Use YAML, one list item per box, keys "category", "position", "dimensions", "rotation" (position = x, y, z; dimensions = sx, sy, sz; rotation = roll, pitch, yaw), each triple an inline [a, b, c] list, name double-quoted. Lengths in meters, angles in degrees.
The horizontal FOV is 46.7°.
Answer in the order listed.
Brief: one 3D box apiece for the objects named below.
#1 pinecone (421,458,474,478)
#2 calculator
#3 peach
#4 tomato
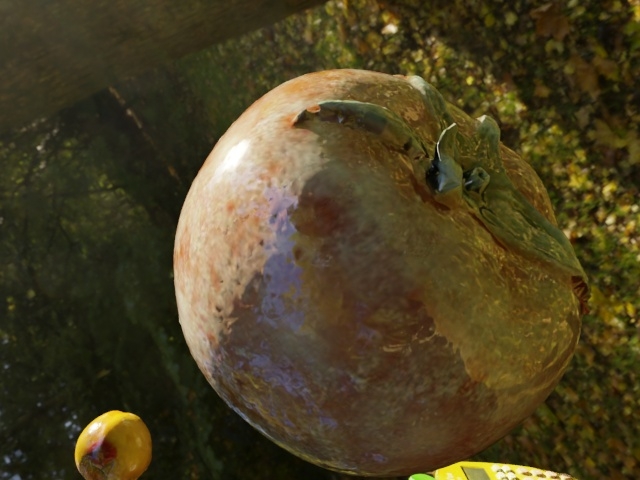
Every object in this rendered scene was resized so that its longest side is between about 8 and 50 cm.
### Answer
- category: "pinecone"
  position: [0.234, 0.506, 1.442]
  dimensions: [0.229, 0.203, 0.201]
  rotation: [39, 132, 40]
- category: "calculator"
  position: [0.220, 0.306, 0.893]
  dimensions: [0.146, 0.235, 0.032]
  rotation: [-107, 20, -85]
- category: "peach"
  position: [-0.377, 0.381, 1.366]
  dimensions: [0.138, 0.138, 0.138]
  rotation: [53, 165, 21]
- category: "tomato"
  position: [0.043, 0.021, 0.578]
  dimensions: [0.282, 0.317, 0.316]
  rotation: [-46, 72, 36]
